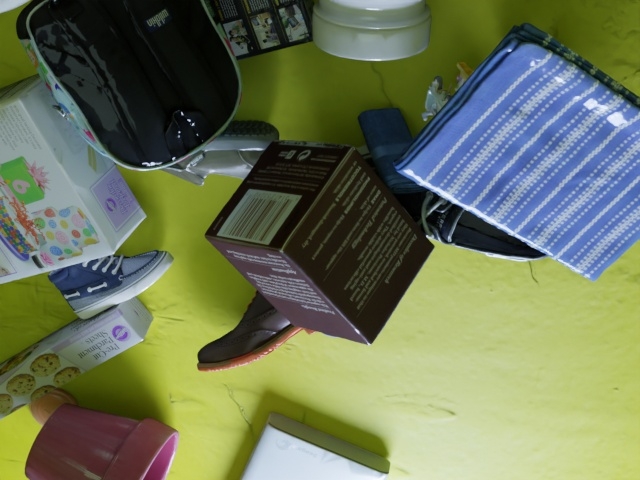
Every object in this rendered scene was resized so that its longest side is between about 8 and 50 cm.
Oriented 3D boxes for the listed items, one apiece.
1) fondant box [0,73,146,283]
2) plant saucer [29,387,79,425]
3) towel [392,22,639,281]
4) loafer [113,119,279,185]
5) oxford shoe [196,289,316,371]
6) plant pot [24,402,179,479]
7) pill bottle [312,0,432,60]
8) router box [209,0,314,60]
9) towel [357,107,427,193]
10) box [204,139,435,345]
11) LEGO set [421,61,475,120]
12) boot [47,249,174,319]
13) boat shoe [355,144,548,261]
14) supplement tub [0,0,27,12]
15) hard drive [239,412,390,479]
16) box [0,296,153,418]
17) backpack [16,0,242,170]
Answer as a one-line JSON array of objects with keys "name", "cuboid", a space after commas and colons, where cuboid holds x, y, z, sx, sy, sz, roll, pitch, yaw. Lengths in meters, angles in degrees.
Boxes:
[{"name": "fondant box", "cuboid": [-0.433, -0.072, 1.593, 0.330, 0.096, 0.238, -13, 116, 34]}, {"name": "plant saucer", "cuboid": [-0.425, 0.271, 1.864, 0.084, 0.013, 0.083, 5, 118, 9]}, {"name": "towel", "cuboid": [0.285, -0.092, 1.393, 0.336, 0.040, 0.243, 27, 125, -22]}, {"name": "loafer", "cuboid": [-0.180, -0.110, 1.569, 0.251, 0.094, 0.087, 2, 114, 9]}, {"name": "oxford shoe", "cuboid": [-0.072, 0.106, 1.679, 0.271, 0.097, 0.098, -27, 92, 16]}, {"name": "plant pot", "cuboid": [-0.341, 0.345, 1.790, 0.180, 0.201, 0.201, 24, 120, 8]}, {"name": "pill bottle", "cuboid": [0.064, -0.385, 1.325, 0.188, 0.188, 0.333, 5, 119, 8]}, {"name": "router box", "cuboid": [-0.088, -0.324, 1.466, 0.133, 0.046, 0.178, -12, 115, 17]}, {"name": "towel", "cuboid": [0.092, -0.114, 1.501, 0.067, 0.119, 0.029, -5, 153, -29]}, {"name": "box", "cuboid": [0.000, 0.000, 1.493, 0.168, 0.167, 0.203, 10, 149, 49]}, {"name": "LEGO set", "cuboid": [0.263, -0.145, 1.462, 0.287, 0.132, 0.107, 8, 132, -8]}, {"name": "boot", "cuboid": [-0.307, 0.044, 1.688, 0.190, 0.069, 0.086, -28, 112, 24]}, {"name": "boat shoe", "cuboid": [0.166, -0.043, 1.536, 0.301, 0.102, 0.108, 19, 119, 0]}, {"name": "supplement tub", "cuboid": [-0.349, -0.407, 1.307, 0.241, 0.331, 0.241, 4, 118, 8]}, {"name": "hard drive", "cuboid": [-0.040, 0.432, 1.864, 0.203, 0.040, 0.307, 23, 120, -2]}, {"name": "box", "cuboid": [-0.400, 0.180, 1.782, 0.324, 0.063, 0.067, -28, 111, 23]}, {"name": "backpack", "cuboid": [-0.227, -0.218, 1.436, 0.225, 0.191, 0.253, -36, 105, -12]}]
